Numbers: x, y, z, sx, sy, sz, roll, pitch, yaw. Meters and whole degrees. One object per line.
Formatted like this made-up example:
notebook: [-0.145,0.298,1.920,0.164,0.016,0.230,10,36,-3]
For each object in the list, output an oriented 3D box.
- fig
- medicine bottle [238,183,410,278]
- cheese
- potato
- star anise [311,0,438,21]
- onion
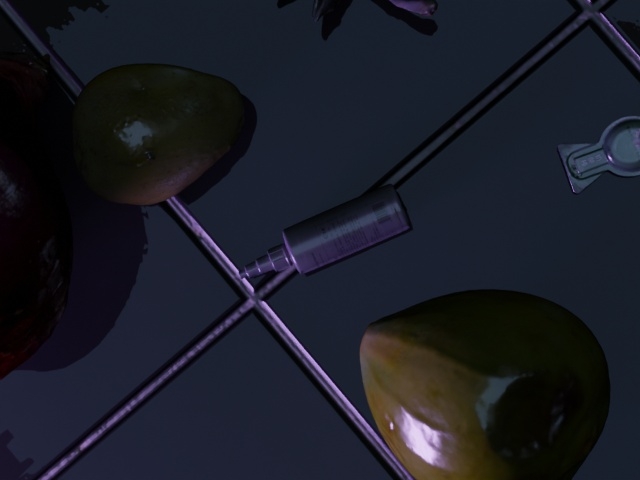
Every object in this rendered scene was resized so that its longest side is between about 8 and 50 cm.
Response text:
fig: [0.167,0.155,1.843,0.271,0.239,0.239,30,91,20]
medicine bottle: [0.000,0.000,1.941,0.199,0.057,0.057,-24,87,4]
cheese: [0.330,-0.099,1.934,0.121,0.026,0.067,-20,86,4]
potato: [-0.178,-0.121,1.926,0.194,0.157,0.157,-15,87,-9]
star anise: [0.035,-0.330,1.934,0.209,0.089,0.231,-23,81,14]
onion: [-0.400,-0.062,1.852,0.398,0.398,0.420,40,62,5]
